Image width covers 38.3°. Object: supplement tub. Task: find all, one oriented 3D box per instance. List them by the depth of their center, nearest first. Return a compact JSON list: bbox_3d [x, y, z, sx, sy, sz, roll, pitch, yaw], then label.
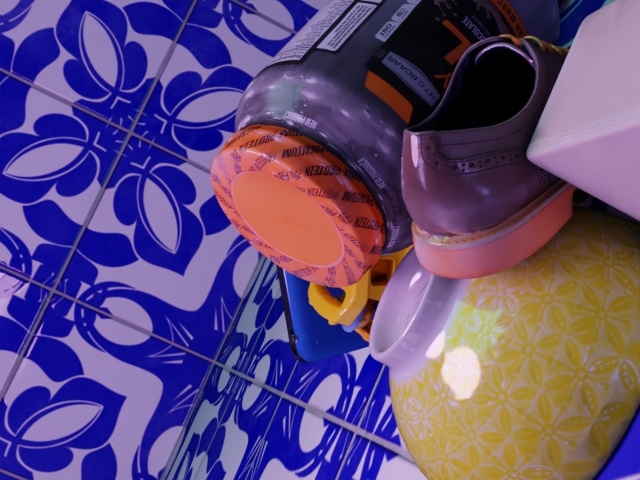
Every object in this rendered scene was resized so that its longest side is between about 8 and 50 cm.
[{"bbox_3d":[0.063,-0.131,0.857,0.338,0.207,0.207,-52,4,-27],"label":"supplement tub"}]

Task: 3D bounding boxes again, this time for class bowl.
[{"bbox_3d":[0.136,0.080,0.788,0.290,0.156,0.289,-61,11,19],"label":"bowl"}]

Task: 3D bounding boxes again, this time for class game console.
[{"bbox_3d":[0.000,0.000,1.258,0.173,0.250,0.293,-9,92,52],"label":"game console"}]

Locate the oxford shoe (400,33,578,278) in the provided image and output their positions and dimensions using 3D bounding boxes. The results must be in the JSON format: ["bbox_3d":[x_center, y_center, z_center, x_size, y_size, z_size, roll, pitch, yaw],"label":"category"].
[{"bbox_3d":[0.194,-0.119,0.759,0.130,0.133,0.363,7,38,42],"label":"oxford shoe"}]

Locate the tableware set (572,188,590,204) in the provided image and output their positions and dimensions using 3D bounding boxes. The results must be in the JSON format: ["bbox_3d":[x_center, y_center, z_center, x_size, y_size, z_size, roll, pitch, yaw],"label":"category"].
[{"bbox_3d":[0.226,-0.024,0.935,0.154,0.024,0.104,-53,12,29],"label":"tableware set"}]

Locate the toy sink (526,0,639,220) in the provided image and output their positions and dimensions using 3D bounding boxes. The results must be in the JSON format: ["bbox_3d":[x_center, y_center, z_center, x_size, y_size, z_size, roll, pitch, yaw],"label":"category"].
[{"bbox_3d":[0.264,-0.090,0.576,0.131,0.152,0.234,-65,10,-8],"label":"toy sink"}]

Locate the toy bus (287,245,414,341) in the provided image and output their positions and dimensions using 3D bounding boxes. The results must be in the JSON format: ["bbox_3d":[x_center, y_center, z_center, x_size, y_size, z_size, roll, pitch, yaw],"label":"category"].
[{"bbox_3d":[0.052,0.031,1.016,0.149,0.211,0.220,-141,51,-57],"label":"toy bus"}]
